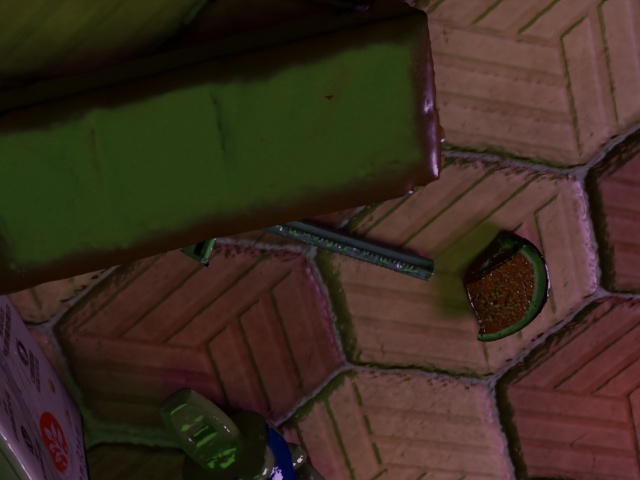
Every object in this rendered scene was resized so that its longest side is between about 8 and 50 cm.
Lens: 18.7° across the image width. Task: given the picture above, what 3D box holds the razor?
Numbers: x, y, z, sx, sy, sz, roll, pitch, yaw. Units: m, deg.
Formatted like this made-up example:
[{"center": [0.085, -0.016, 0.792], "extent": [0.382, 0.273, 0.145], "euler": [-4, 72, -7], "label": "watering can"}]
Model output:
[{"center": [-0.002, -0.003, 1.524], "extent": [0.211, 0.036, 0.084], "euler": [16, 105, -29], "label": "razor"}]

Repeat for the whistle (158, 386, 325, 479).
[{"center": [-0.060, 0.199, 1.642], "extent": [0.105, 0.085, 0.227], "euler": [-35, 128, 5], "label": "whistle"}]

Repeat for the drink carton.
[{"center": [-0.289, 0.114, 1.450], "extent": [0.132, 0.194, 0.324], "euler": [-21, 130, 3], "label": "drink carton"}]

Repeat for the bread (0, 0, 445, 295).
[{"center": [-0.091, -0.070, 1.401], "extent": [0.361, 0.077, 0.138], "euler": [-14, 116, -1], "label": "bread"}]

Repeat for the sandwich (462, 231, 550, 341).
[{"center": [0.153, 0.036, 1.591], "extent": [0.069, 0.026, 0.101], "euler": [-13, 128, 5], "label": "sandwich"}]
